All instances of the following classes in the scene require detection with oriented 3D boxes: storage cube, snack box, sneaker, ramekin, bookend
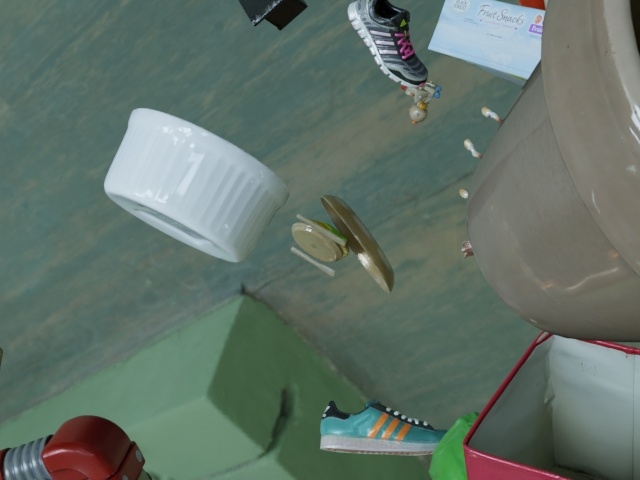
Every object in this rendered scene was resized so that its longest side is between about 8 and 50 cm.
[{"bbox_3d":[0.258,0.226,0.779,0.183,0.215,0.193,11,127,35],"label":"storage cube"},{"bbox_3d":[0.243,-0.180,0.855,0.207,0.174,0.070,8,107,-38],"label":"snack box"},{"bbox_3d":[0.115,-0.313,1.301,0.170,0.063,0.075,53,139,0],"label":"sneaker"},{"bbox_3d":[-0.199,-0.077,1.318,0.277,0.135,0.277,25,169,5],"label":"ramekin"},{"bbox_3d":[0.151,0.412,1.883,0.302,0.121,0.108,3,161,-1],"label":"sneaker"},{"bbox_3d":[-0.074,-0.397,1.354,0.072,0.157,0.156,-37,69,19],"label":"bookend"}]

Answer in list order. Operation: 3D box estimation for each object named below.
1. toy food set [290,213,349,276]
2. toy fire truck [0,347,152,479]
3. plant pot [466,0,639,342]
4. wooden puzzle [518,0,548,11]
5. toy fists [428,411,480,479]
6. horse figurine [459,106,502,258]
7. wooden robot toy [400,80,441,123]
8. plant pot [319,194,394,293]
[{"bbox_3d":[0.000,0.000,1.773,0.132,0.039,0.192,31,157,6],"label":"toy food set"},{"bbox_3d":[-0.330,0.246,0.978,0.217,0.158,0.246,-22,102,8],"label":"toy fire truck"},{"bbox_3d":[0.204,-0.042,0.485,0.263,0.263,0.229,32,154,-7],"label":"plant pot"},{"bbox_3d":[0.418,-0.414,1.601,0.080,0.322,0.348,-14,119,19],"label":"wooden puzzle"},{"bbox_3d":[0.155,0.338,0.974,0.096,0.142,0.279,33,96,-13],"label":"toy fists"},{"bbox_3d":[0.269,-0.068,1.229,0.066,0.174,0.263,-17,129,-23],"label":"horse figurine"},{"bbox_3d":[0.186,-0.267,1.637,0.076,0.173,0.079,19,109,4],"label":"wooden robot toy"},{"bbox_3d":[0.079,0.001,1.674,0.032,0.236,0.236,-35,116,-4],"label":"plant pot"}]
